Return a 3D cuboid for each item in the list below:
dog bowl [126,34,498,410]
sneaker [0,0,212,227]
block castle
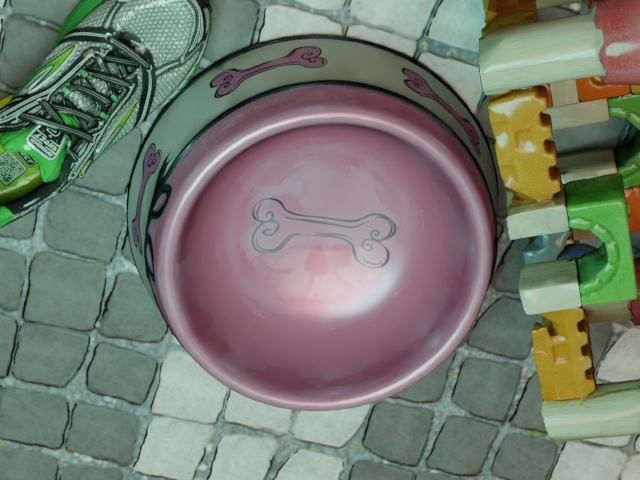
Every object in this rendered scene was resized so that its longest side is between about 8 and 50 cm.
[{"bbox_3d":[0.000,0.000,1.374,0.408,0.150,0.408,-2,113,-5],"label":"dog bowl"},{"bbox_3d":[-0.235,-0.126,1.295,0.134,0.146,0.343,41,103,-20],"label":"sneaker"},{"bbox_3d":[0.291,-0.054,1.276,0.213,0.303,0.453,-9,116,12],"label":"block castle"}]
